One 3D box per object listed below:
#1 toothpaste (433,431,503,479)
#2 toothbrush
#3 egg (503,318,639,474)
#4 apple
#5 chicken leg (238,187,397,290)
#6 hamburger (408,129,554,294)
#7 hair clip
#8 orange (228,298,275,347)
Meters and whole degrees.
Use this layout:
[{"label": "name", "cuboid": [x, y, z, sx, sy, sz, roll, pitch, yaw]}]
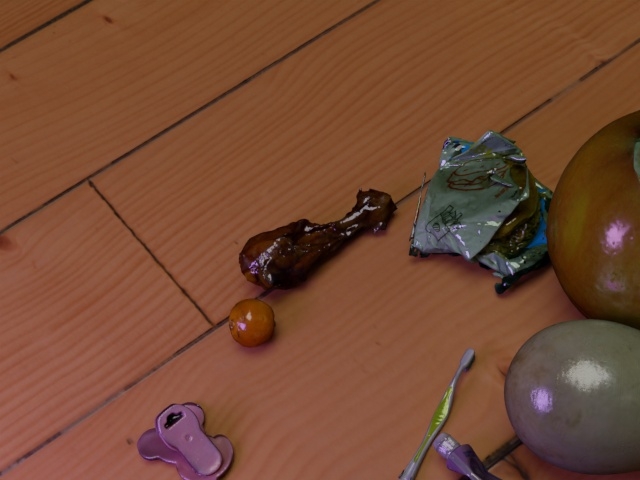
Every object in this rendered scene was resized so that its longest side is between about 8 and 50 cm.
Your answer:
[{"label": "toothpaste", "cuboid": [0.280, 0.377, 1.625, 0.301, 0.048, 0.075, 39, 40, 28]}, {"label": "toothbrush", "cuboid": [0.179, 0.271, 1.747, 0.022, 0.026, 0.263, 14, 55, 30]}, {"label": "egg", "cuboid": [0.408, 0.224, 1.613, 0.296, 0.218, 0.218, 9, 53, 3]}, {"label": "apple", "cuboid": [0.526, -0.037, 1.711, 0.374, 0.374, 0.384, 30, 58, 31]}, {"label": "chicken leg", "cuboid": [0.000, 0.000, 1.982, 0.304, 0.093, 0.113, -25, 67, -18]}, {"label": "hamburger", "cuboid": [0.287, -0.066, 1.920, 0.276, 0.150, 0.260, 22, 61, 27]}, {"label": "hair clip", "cuboid": [-0.206, 0.324, 1.792, 0.138, 0.102, 0.123, 45, 70, 2]}, {"label": "orange", "cuboid": [-0.113, 0.137, 1.889, 0.084, 0.083, 0.083, -6, 50, 8]}]
